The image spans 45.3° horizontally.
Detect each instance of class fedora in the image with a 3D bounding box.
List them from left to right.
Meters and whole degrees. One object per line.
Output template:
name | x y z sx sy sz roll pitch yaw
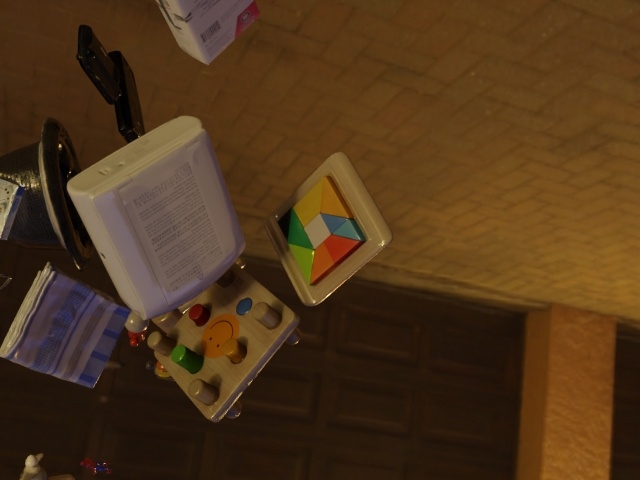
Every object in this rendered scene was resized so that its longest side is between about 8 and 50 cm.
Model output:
fedora | -0.579 -0.083 1.584 0.152 0.334 0.334 -10 168 -6

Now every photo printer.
photo printer | -0.268 -0.027 1.337 0.107 0.256 0.308 26 144 42

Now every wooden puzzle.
wooden puzzle | 0.004 -0.022 1.502 0.238 0.221 0.044 -40 154 27

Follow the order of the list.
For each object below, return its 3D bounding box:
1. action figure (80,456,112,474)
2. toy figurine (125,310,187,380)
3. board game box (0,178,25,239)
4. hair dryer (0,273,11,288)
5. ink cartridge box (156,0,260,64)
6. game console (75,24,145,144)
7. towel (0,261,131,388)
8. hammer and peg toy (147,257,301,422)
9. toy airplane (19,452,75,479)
action figure | -0.588 0.587 1.998 0.030 0.038 0.115 -34 149 2
toy figurine | -0.365 0.232 1.924 0.213 0.210 0.148 -29 166 -19
board game box | -0.524 -0.057 1.219 0.090 0.090 0.020 19 179 17
hair dryer | -0.893 0.084 1.764 0.293 0.080 0.224 -16 129 12
ink cartridge box | -0.220 -0.463 1.421 0.092 0.158 0.218 36 164 25
game console | -0.478 -0.369 1.751 0.043 0.213 0.361 -14 161 1
towel | -0.532 0.190 1.636 0.034 0.209 0.285 15 164 31
hammer and peg toy | -0.218 0.161 1.539 0.361 0.266 0.127 36 174 46
toy airplane | -0.779 0.578 1.634 0.384 0.386 0.272 42 152 -15
